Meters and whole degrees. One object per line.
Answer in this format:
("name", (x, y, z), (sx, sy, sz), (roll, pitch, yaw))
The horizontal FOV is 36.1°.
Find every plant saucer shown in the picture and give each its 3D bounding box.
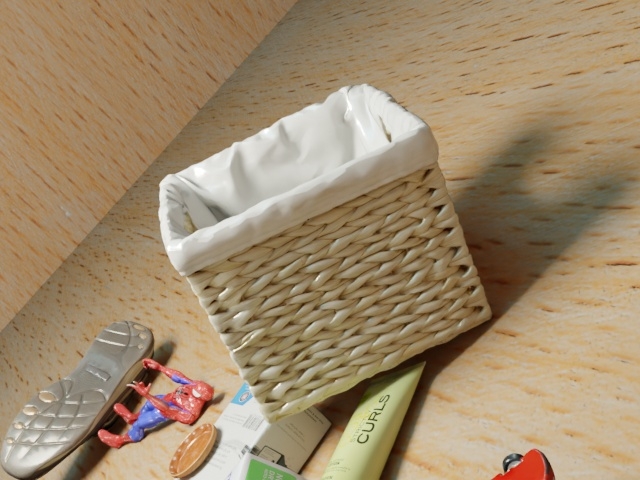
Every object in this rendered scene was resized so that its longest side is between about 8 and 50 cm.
("plant saucer", (-0.163, 0.272, 1.270), (0.083, 0.013, 0.083), (-41, 18, 17))

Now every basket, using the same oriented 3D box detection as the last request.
("basket", (0.000, 0.000, 1.244), (0.331, 0.266, 0.328), (-27, 21, -2))

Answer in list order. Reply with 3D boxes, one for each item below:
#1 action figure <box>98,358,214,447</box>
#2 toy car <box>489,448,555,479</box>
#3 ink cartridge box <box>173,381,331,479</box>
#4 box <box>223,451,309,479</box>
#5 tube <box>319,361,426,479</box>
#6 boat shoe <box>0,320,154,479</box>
("action figure", (-0.288, 0.255, 1.605), (0.280, 0.139, 0.091), (-23, 31, 40))
("toy car", (0.096, 0.280, 0.882), (0.239, 0.053, 0.225), (-51, 18, -15))
("ink cartridge box", (-0.095, 0.279, 1.260), (0.191, 0.082, 0.139), (-54, 22, -20))
("box", (-0.092, 0.381, 0.927), (0.231, 0.126, 0.262), (-55, 12, 36))
("tube", (0.049, 0.233, 1.116), (0.070, 0.062, 0.240), (14, 44, 19))
("boat shoe", (-0.417, 0.304, 1.767), (0.132, 0.130, 0.355), (26, 54, 26))
